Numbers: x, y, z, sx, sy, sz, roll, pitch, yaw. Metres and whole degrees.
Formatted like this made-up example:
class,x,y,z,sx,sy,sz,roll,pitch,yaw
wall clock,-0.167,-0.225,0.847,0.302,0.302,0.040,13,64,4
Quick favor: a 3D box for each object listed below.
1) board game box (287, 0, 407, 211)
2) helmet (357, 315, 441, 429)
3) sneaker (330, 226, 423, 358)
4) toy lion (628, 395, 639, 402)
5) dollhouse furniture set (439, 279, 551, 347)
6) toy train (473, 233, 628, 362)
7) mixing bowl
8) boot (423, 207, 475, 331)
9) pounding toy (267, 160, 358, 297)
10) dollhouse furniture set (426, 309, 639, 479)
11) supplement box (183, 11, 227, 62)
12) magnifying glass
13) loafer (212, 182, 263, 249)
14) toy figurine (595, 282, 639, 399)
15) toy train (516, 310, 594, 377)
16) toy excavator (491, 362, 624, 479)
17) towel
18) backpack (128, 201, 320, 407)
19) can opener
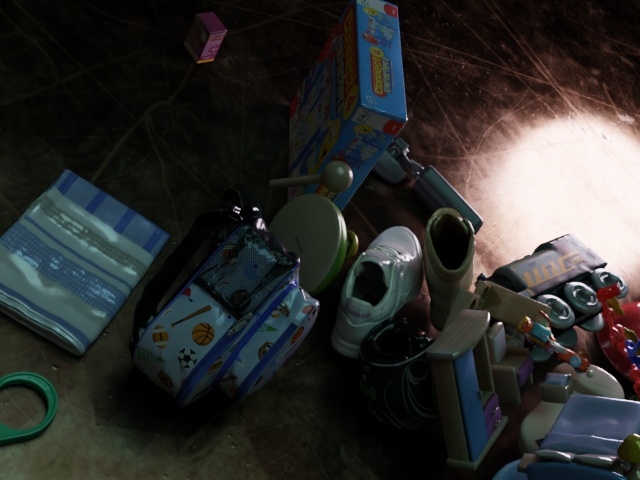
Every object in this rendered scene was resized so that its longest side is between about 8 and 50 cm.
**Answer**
class,x,y,z,sx,sy,sz,roll,pitch,yaw
board game box,0.039,-0.234,1.647,0.086,0.302,0.308,16,47,-19
helmet,0.142,0.218,1.437,0.169,0.169,0.162,-50,132,-45
sneaker,0.112,0.060,1.548,0.114,0.152,0.305,17,43,11
toy lion,0.621,0.340,1.716,0.096,0.034,0.100,43,45,-3
dollhouse furniture set,0.293,0.150,1.541,0.123,0.144,0.151,23,2,25
toy train,0.436,0.102,1.735,0.333,0.142,0.190,-19,53,-38
mixing bowl,0.652,0.189,1.808,0.181,0.098,0.182,16,49,-19
boot,0.228,0.004,1.624,0.095,0.203,0.262,1,53,8
pounding toy,0.000,0.000,1.531,0.110,0.183,0.237,24,61,-42
dollhouse furniture set,0.354,0.208,1.338,0.286,0.303,0.198,-38,122,-50
supplement box,-0.225,-0.395,1.777,0.043,0.083,0.055,-19,67,-39
magnifying glass,-0.436,0.247,1.166,0.092,0.026,0.231,45,46,9
loafer,-0.138,-0.005,1.509,0.078,0.080,0.220,6,52,-28
toy figurine,0.656,0.210,1.585,0.363,0.217,0.191,57,22,-19
toy train,0.391,0.165,1.498,0.125,0.046,0.166,30,-5,34
toy excavator,0.362,0.391,1.386,0.432,0.222,0.445,-13,40,-18
towel,-0.375,0.024,1.379,0.209,0.034,0.285,33,44,-4
backpack,-0.136,0.116,1.291,0.263,0.276,0.213,-41,77,-10
can opener,0.203,-0.105,1.817,0.280,0.074,0.093,43,79,10
